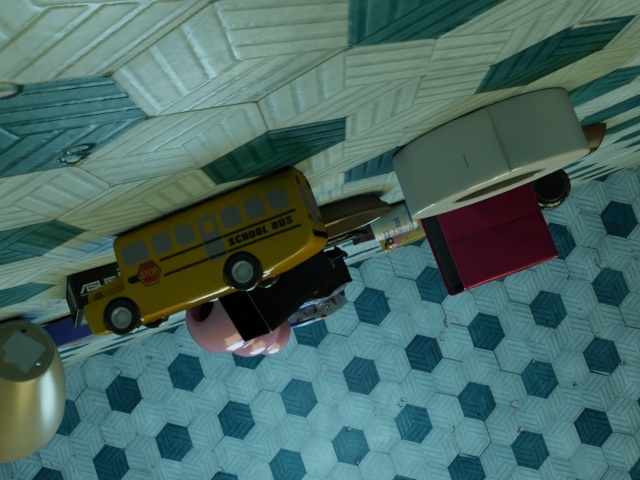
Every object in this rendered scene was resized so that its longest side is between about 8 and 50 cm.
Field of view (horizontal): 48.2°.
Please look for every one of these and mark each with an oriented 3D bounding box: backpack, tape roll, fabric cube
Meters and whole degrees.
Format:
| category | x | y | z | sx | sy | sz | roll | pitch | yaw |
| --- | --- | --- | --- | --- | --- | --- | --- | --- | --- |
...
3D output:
| category | x | y | z | sx | sy | sz | roll | pitch | yaw |
| --- | --- | --- | --- | --- | --- | --- | --- | --- | --- |
| backpack | -0.055 | 0.144 | 2.152 | 0.263 | 0.213 | 0.276 | -11 | -179 | 23 |
| tape roll | 0.256 | -0.127 | 1.095 | 0.286 | 0.100 | 0.286 | -19 | 175 | -2 |
| fabric cube | 0.437 | -0.018 | 1.911 | 0.258 | 0.259 | 0.254 | -19 | 173 | -3 |

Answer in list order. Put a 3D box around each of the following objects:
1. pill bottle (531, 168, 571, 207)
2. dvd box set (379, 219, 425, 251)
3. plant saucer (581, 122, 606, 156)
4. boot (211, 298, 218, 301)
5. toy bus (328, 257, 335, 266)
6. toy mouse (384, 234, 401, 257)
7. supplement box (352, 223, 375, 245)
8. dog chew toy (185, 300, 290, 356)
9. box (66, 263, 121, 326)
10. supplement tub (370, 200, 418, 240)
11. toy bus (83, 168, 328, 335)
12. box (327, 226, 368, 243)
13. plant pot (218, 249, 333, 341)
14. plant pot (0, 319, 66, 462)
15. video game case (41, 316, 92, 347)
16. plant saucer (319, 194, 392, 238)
| category | x | y | z | sx | sy | sz | roll | pitch | yaw |
| --- | --- | --- | --- | --- | --- | --- | --- | --- | --- |
| pill bottle | 0.651 | -0.151 | 2.051 | 0.122 | 0.123 | 0.219 | -21 | 173 | 15 |
| dvd box set | 0.432 | -0.075 | 2.339 | 0.307 | 0.062 | 0.420 | -15 | 173 | -39 |
| plant saucer | 0.511 | -0.186 | 1.649 | 0.310 | 0.050 | 0.310 | -19 | 173 | -2 |
| boot | -0.219 | 0.088 | 1.506 | 0.222 | 0.118 | 0.338 | -14 | 170 | 3 |
| toy bus | -0.075 | 0.086 | 1.873 | 0.191 | 0.104 | 0.202 | -34 | 175 | -13 |
| toy mouse | 0.191 | -0.028 | 1.787 | 0.031 | 0.143 | 0.161 | 17 | -144 | 1 |
| supplement box | 0.119 | -0.025 | 1.808 | 0.083 | 0.055 | 0.043 | -16 | 174 | -23 |
| dog chew toy | -0.208 | 0.226 | 1.960 | 0.206 | 0.207 | 0.332 | -23 | 146 | 30 |
| box | -0.339 | 0.083 | 1.284 | 0.216 | 0.060 | 0.270 | -18 | 175 | -22 |
| supplement tub | 0.172 | -0.047 | 1.704 | 0.107 | 0.071 | 0.071 | -21 | 174 | 3 |
| toy bus | -0.160 | 0.025 | 0.972 | 0.332 | 0.130 | 0.108 | -21 | 175 | 11 |
| box | 0.000 | 0.000 | 1.702 | 0.190 | 0.045 | 0.184 | -20 | 173 | 17 |
| plant pot | -0.090 | 0.048 | 1.242 | 0.167 | 0.188 | 0.187 | -30 | 178 | -22 |
| plant pot | -0.619 | 0.275 | 1.431 | 0.256 | 0.256 | 0.274 | -15 | 156 | -39 |
| video game case | -0.498 | 0.188 | 1.729 | 0.269 | 0.061 | 0.244 | -19 | 176 | -2 |
| plant saucer | 0.010 | -0.033 | 1.452 | 0.277 | 0.041 | 0.278 | -20 | 174 | -2 |
